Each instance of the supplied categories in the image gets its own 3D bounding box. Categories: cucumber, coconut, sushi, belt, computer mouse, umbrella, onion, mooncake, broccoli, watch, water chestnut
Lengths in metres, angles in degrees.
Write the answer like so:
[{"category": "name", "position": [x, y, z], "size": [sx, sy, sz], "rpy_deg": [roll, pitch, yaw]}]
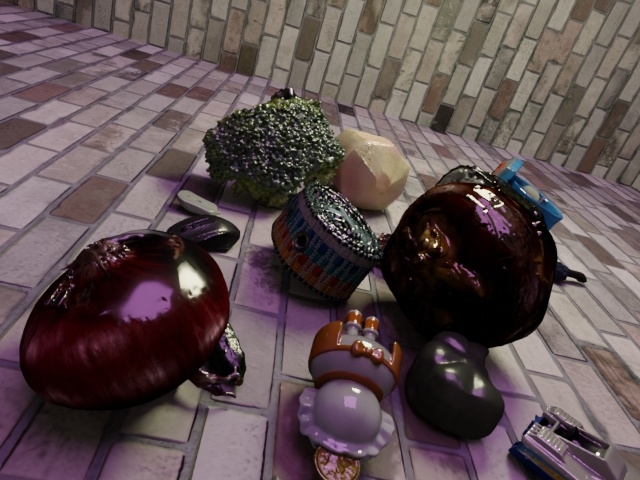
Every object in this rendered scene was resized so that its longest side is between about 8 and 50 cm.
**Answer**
[{"category": "cucumber", "position": [-0.196, 0.121, 0.796], "size": [0.068, 0.067, 0.293], "rpy_deg": [-5, 35, -39]}, {"category": "coconut", "position": [0.147, -0.215, 1.473], "size": [0.233, 0.233, 0.245], "rpy_deg": [4, 28, -26]}, {"category": "sushi", "position": [0.515, -0.089, 1.498], "size": [0.350, 0.210, 0.171], "rpy_deg": [39, 28, 25]}, {"category": "belt", "position": [0.000, 0.000, 1.040], "size": [0.207, 0.160, 0.295], "rpy_deg": [26, 21, -30]}, {"category": "computer mouse", "position": [-0.248, -0.020, 1.038], "size": [0.172, 0.057, 0.099], "rpy_deg": [-7, 38, -35]}, {"category": "umbrella", "position": [0.677, 0.086, 1.423], "size": [0.249, 0.070, 0.071], "rpy_deg": [11, 27, -23]}, {"category": "onion", "position": [-0.237, 0.124, 0.649], "size": [0.273, 0.284, 0.273], "rpy_deg": [-20, 27, 11]}, {"category": "computer mouse", "position": [-0.292, -0.080, 1.158], "size": [0.110, 0.032, 0.055], "rpy_deg": [26, 27, -7]}, {"category": "mooncake", "position": [0.231, 0.236, 0.806], "size": [0.169, 0.104, 0.175], "rpy_deg": [7, 31, -33]}, {"category": "broccoli", "position": [-0.110, -0.241, 1.318], "size": [0.277, 0.339, 0.317], "rpy_deg": [52, 9, 4]}, {"category": "watch", "position": [0.684, -0.128, 1.692], "size": [0.274, 0.241, 0.305], "rpy_deg": [43, 29, 10]}, {"category": "water chestnut", "position": [0.257, 0.048, 0.923], "size": [0.347, 0.334, 0.335], "rpy_deg": [-2, 32, -43]}]

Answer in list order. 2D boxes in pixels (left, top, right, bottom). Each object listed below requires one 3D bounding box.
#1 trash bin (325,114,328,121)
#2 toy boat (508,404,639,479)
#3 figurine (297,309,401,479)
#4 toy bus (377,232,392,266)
[{"category": "trash bin", "position": [-0.053, -0.340, 1.648], "size": [0.101, 0.176, 0.236], "rpy_deg": [21, 29, 2]}, {"category": "toy boat", "position": [0.435, 0.363, 0.699], "size": [0.295, 0.088, 0.129], "rpy_deg": [36, 31, 32]}, {"category": "figurine", "position": [0.044, 0.209, 0.691], "size": [0.144, 0.143, 0.271], "rpy_deg": [18, 26, -1]}, {"category": "toy bus", "position": [0.239, 0.054, 1.160], "size": [0.235, 0.096, 0.073], "rpy_deg": [24, 26, 13]}]
